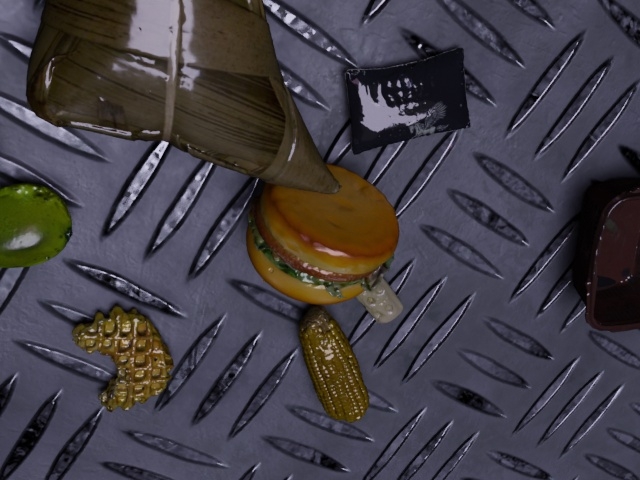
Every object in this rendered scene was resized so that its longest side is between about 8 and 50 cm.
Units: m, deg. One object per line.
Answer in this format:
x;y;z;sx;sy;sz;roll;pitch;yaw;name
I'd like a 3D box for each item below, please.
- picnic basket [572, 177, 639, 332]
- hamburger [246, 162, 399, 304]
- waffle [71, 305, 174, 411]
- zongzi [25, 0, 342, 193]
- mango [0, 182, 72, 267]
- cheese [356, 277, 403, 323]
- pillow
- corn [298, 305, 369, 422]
0.578;0.017;1.496;0.223;0.129;0.296;-8;117;-13;picnic basket
-0.001;0.001;1.237;0.246;0.246;0.170;10;131;-23;hamburger
-0.334;0.202;1.326;0.149;0.051;0.194;-29;121;-5;waffle
-0.096;-0.338;1.041;0.467;0.218;0.500;14;113;-26;zongzi
-0.454;-0.020;1.150;0.178;0.100;0.119;-4;76;-10;mango
0.080;0.075;1.406;0.065;0.043;0.194;-37;122;0;cheese
0.142;-0.224;1.271;0.208;0.055;0.141;-13;113;-13;pillow
0.025;0.234;1.438;0.097;0.097;0.261;-23;119;-7;corn
